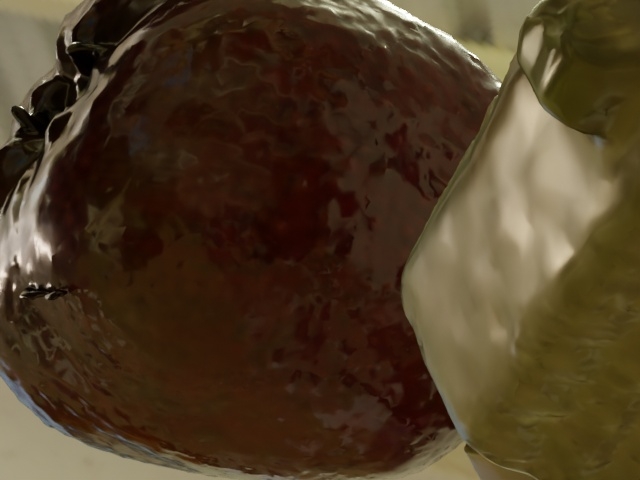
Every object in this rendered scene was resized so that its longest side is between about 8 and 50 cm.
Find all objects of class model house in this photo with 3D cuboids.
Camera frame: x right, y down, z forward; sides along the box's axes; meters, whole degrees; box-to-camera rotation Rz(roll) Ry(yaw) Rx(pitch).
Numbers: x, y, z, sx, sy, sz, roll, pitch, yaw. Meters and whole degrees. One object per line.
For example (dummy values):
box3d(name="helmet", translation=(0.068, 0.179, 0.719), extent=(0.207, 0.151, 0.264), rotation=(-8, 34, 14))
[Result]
box3d(name="model house", translation=(0.139, -0.027, 0.550), extent=(0.234, 0.175, 0.193), rotation=(0, -36, -22))

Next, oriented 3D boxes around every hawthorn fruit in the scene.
box3d(name="hawthorn fruit", translation=(0.000, 0.000, 1.032), extent=(0.369, 0.285, 0.285), rotation=(17, -31, -15))

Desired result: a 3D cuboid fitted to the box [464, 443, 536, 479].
box3d(name="box", translation=(0.203, 0.110, 1.010), extent=(0.095, 0.212, 0.168), rotation=(2, -54, 56))
